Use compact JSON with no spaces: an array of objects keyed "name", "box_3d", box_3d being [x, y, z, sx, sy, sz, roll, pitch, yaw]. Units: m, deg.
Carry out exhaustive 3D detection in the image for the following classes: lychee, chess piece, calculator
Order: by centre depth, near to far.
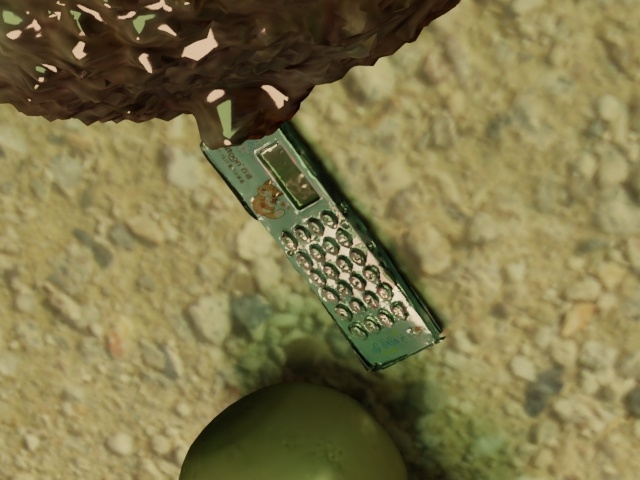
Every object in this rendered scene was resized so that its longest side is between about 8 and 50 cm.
[{"name":"lychee","box_3d":[-0.062,-0.176,0.710,0.300,0.300,0.300,9,123,15]},{"name":"calculator","box_3d":[0.000,0.000,0.957,0.057,0.018,0.172,-28,106,30]},{"name":"chess piece","box_3d":[0.043,0.231,1.000,0.182,0.182,0.330,-28,103,32]}]
